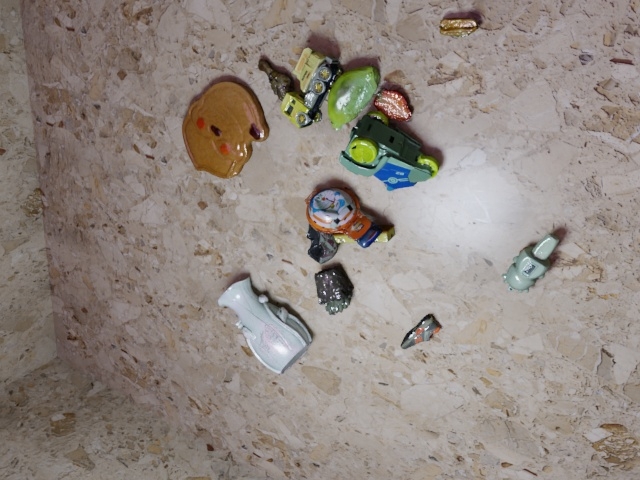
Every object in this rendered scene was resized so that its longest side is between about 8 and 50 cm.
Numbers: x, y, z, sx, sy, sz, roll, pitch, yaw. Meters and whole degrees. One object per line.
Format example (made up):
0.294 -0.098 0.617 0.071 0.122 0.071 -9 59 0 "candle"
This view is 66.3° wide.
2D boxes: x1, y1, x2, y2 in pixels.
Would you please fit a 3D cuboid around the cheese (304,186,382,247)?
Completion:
0.080 -0.092 1.849 0.329 0.217 0.129 38 163 25 "cheese"

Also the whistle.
0.696 0.079 1.624 0.102 0.105 0.253 15 127 -10 "whistle"

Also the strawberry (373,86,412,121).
0.250 -0.468 1.700 0.152 0.048 0.104 36 116 -6 "strawberry"

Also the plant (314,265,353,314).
0.057 0.207 2.012 0.132 0.129 0.194 -17 96 33 "plant"

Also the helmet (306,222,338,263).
0.015 0.004 1.965 0.153 0.107 0.176 -147 52 -66 "helmet"

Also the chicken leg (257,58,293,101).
-0.171 -0.620 1.872 0.198 0.069 0.085 51 148 11 "chicken leg"

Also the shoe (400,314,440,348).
0.391 0.377 1.928 0.077 0.074 0.194 39 120 5 "shoe"

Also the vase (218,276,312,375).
-0.254 0.367 2.195 0.445 0.250 0.250 45 123 13 "vase"

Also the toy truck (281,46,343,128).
-0.043 -0.556 1.781 0.157 0.124 0.272 38 122 11 "toy truck"

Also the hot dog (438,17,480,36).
0.432 -0.665 1.530 0.133 0.041 0.056 15 115 32 "hot dog"

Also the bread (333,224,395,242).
0.168 -0.023 1.889 0.226 0.088 0.049 -1 110 30 "bread"

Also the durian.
0.103 -0.512 1.727 0.250 0.101 0.139 -42 90 25 "durian"

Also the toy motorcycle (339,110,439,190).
0.235 -0.278 1.707 0.327 0.191 0.200 30 140 -7 "toy motorcycle"

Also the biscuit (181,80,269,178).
-0.421 -0.462 2.068 0.349 0.078 0.455 51 124 8 "biscuit"
